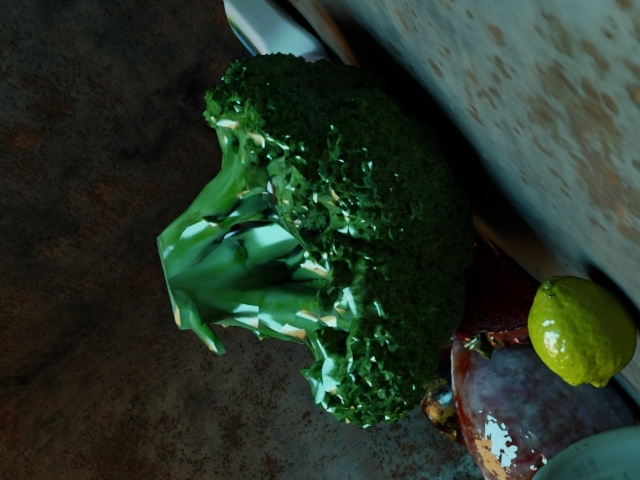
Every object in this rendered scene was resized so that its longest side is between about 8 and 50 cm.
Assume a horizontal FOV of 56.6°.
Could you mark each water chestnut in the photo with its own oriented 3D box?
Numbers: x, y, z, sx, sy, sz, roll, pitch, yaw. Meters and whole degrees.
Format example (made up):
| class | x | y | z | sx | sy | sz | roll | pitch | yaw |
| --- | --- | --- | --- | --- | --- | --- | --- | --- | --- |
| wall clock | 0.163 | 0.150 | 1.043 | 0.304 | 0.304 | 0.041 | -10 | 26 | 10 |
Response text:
| class | x | y | z | sx | sy | sz | roll | pitch | yaw |
| --- | --- | --- | --- | --- | --- | --- | --- | --- | --- |
| water chestnut | 0.343 | 0.310 | 1.231 | 0.289 | 0.289 | 0.244 | 50 | 170 | -8 |

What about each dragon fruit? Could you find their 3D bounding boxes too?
| class | x | y | z | sx | sy | sz | roll | pitch | yaw |
| --- | --- | --- | --- | --- | --- | --- | --- | --- | --- |
| dragon fruit | 0.201 | 0.083 | 0.676 | 0.083 | 0.106 | 0.162 | 46 | -176 | -33 |

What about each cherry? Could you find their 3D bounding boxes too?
| class | x | y | z | sx | sy | sz | roll | pitch | yaw |
| --- | --- | --- | --- | --- | --- | --- | --- | --- | --- |
| cherry | 0.248 | 0.204 | 0.701 | 0.250 | 0.192 | 0.175 | 47 | 159 | 18 |

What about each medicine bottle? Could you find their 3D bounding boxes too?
| class | x | y | z | sx | sy | sz | roll | pitch | yaw |
| --- | --- | --- | --- | --- | --- | --- | --- | --- | --- |
| medicine bottle | -0.046 | -0.252 | 0.790 | 0.219 | 0.078 | 0.115 | 55 | -175 | 38 |

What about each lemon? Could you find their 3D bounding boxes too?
| class | x | y | z | sx | sy | sz | roll | pitch | yaw |
| --- | --- | --- | --- | --- | --- | --- | --- | --- | --- |
| lemon | 0.174 | 0.062 | 0.396 | 0.092 | 0.065 | 0.065 | 58 | -177 | -16 |

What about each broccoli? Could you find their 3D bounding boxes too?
| class | x | y | z | sx | sy | sz | roll | pitch | yaw |
| --- | --- | --- | --- | --- | --- | --- | --- | --- | --- |
| broccoli | -0.001 | -0.008 | 0.589 | 0.310 | 0.321 | 0.413 | 14 | -159 | -27 |

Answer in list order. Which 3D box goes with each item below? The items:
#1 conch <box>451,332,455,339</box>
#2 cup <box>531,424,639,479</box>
| class | x | y | z | sx | sy | sz | roll | pitch | yaw |
| --- | --- | --- | --- | --- | --- | --- | --- | --- | --- |
| conch | 0.073 | 0.016 | 0.850 | 0.210 | 0.297 | 0.352 | 42 | 165 | -28 |
| cup | 0.253 | 0.249 | 0.423 | 0.257 | 0.227 | 0.301 | 62 | -172 | -11 |
